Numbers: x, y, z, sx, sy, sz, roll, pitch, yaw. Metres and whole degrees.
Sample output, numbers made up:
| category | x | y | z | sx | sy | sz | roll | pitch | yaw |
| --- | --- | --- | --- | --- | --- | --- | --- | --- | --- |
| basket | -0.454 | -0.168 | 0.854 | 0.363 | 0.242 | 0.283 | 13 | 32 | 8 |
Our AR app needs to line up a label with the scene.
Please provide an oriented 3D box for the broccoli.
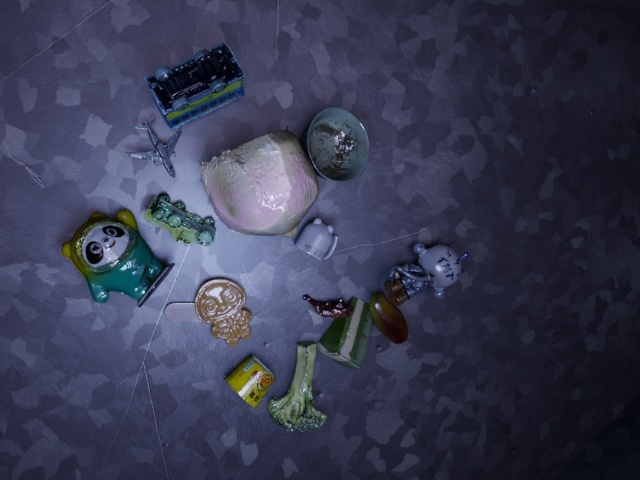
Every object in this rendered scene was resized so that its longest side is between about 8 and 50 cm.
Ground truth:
| category | x | y | z | sx | sy | sz | roll | pitch | yaw |
| --- | --- | --- | --- | --- | --- | --- | --- | --- | --- |
| broccoli | -0.092 | 0.608 | 1.939 | 0.221 | 0.252 | 0.362 | 10 | 61 | -21 |

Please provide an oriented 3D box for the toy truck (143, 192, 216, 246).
| category | x | y | z | sx | sy | sz | roll | pitch | yaw |
| --- | --- | --- | --- | --- | --- | --- | --- | --- | --- |
| toy truck | -0.522 | -0.054 | 1.737 | 0.259 | 0.128 | 0.135 | 24 | 117 | -19 |

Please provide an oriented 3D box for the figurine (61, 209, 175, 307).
| category | x | y | z | sx | sy | sz | roll | pitch | yaw |
| --- | --- | --- | --- | --- | --- | --- | --- | --- | --- |
| figurine | -0.714 | 0.062 | 1.644 | 0.340 | 0.231 | 0.324 | 40 | 62 | -9 |

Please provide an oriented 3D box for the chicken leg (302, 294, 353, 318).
| category | x | y | z | sx | sy | sz | roll | pitch | yaw |
| --- | --- | --- | --- | --- | --- | --- | --- | --- | --- |
| chicken leg | 0.031 | 0.279 | 1.942 | 0.219 | 0.048 | 0.090 | 6 | 59 | 0 |

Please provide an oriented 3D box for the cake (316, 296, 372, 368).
| category | x | y | z | sx | sy | sz | roll | pitch | yaw |
| --- | --- | --- | --- | --- | --- | --- | --- | --- | --- |
| cake | 0.106 | 0.398 | 2.010 | 0.158 | 0.172 | 0.284 | 37 | 54 | -23 |

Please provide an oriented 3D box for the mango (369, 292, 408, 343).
| category | x | y | z | sx | sy | sz | roll | pitch | yaw |
| --- | --- | --- | --- | --- | --- | --- | --- | --- | --- |
| mango | 0.293 | 0.335 | 2.015 | 0.133 | 0.111 | 0.267 | -48 | 113 | -31 |

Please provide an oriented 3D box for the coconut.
| category | x | y | z | sx | sy | sz | roll | pitch | yaw |
| --- | --- | --- | --- | --- | --- | --- | --- | --- | --- |
| coconut | -0.190 | -0.177 | 1.662 | 0.404 | 0.404 | 0.405 | -3 | 99 | -16 |

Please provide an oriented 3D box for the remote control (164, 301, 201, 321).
| category | x | y | z | sx | sy | sz | roll | pitch | yaw |
| --- | --- | --- | --- | --- | --- | --- | --- | --- | --- |
| remote control | -0.487 | 0.281 | 1.836 | 0.244 | 0.022 | 0.077 | 3 | 96 | -17 |

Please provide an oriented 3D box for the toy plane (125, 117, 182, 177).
| category | x | y | z | sx | sy | sz | roll | pitch | yaw |
| --- | --- | --- | --- | --- | --- | --- | --- | --- | --- |
| toy plane | -0.585 | -0.331 | 1.694 | 0.226 | 0.058 | 0.226 | -34 | 106 | -25 |

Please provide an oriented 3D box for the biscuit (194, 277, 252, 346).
| category | x | y | z | sx | sy | sz | roll | pitch | yaw |
| --- | --- | --- | --- | --- | --- | --- | --- | --- | --- |
| biscuit | -0.376 | 0.284 | 1.838 | 0.202 | 0.044 | 0.289 | -24 | 102 | -14 |

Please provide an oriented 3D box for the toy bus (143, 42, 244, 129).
| category | x | y | z | sx | sy | sz | roll | pitch | yaw |
| --- | --- | --- | --- | --- | --- | --- | --- | --- | --- |
| toy bus | -0.431 | -0.539 | 1.632 | 0.312 | 0.190 | 0.152 | -29 | 89 | -10 |

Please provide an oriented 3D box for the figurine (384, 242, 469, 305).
| category | x | y | z | sx | sy | sz | roll | pitch | yaw |
| --- | --- | --- | --- | --- | --- | --- | --- | --- | --- |
| figurine | 0.455 | 0.146 | 2.005 | 0.381 | 0.186 | 0.261 | -26 | 110 | -15 |

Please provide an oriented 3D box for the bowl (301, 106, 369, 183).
| category | x | y | z | sx | sy | sz | roll | pitch | yaw |
| --- | --- | --- | --- | --- | --- | --- | --- | --- | --- |
| bowl | 0.036 | -0.359 | 1.805 | 0.289 | 0.146 | 0.289 | 0 | 90 | -33 |

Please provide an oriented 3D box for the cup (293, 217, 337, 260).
| category | x | y | z | sx | sy | sz | roll | pitch | yaw |
| --- | --- | --- | --- | --- | --- | --- | --- | --- | --- |
| cup | 0.001 | 0.000 | 1.874 | 0.173 | 0.134 | 0.142 | 32 | 87 | -17 |

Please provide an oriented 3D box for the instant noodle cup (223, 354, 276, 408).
| category | x | y | z | sx | sy | sz | roll | pitch | yaw |
| --- | --- | --- | --- | --- | --- | --- | --- | --- | --- |
| instant noodle cup | -0.274 | 0.558 | 1.868 | 0.144 | 0.182 | 0.182 | -47 | 108 | -14 |
